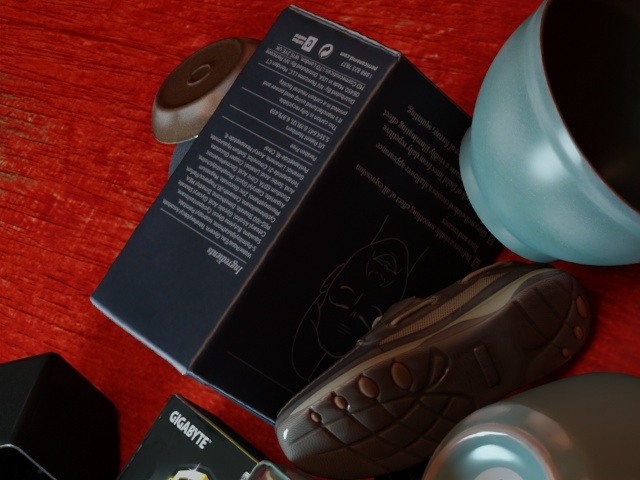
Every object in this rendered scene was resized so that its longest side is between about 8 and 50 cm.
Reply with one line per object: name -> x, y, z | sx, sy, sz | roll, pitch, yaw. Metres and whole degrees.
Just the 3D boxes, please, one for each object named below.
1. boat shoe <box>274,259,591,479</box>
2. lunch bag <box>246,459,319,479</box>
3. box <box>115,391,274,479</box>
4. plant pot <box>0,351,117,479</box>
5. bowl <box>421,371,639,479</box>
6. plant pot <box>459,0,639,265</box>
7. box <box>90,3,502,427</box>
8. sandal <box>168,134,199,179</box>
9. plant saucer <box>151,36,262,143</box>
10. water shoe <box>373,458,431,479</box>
boat shoe -> 0.110, 0.131, 1.805 | 0.355, 0.132, 0.130 | -25, 24, -12
lunch bag -> 0.014, 0.340, 1.656 | 0.262, 0.223, 0.160 | 38, 86, 7
box -> -0.145, 0.339, 1.924 | 0.257, 0.079, 0.322 | -57, 32, -2
plant pot -> -0.357, 0.247, 2.141 | 0.187, 0.188, 0.167 | -14, 43, 34
bowl -> 0.203, 0.266, 1.595 | 0.311, 0.163, 0.311 | -14, 71, 46
plant pot -> 0.266, -0.092, 1.763 | 0.196, 0.293, 0.293 | -36, 43, 43
box -> 0.000, 0.000, 1.899 | 0.212, 0.293, 0.395 | 30, 85, 47
sandal -> -0.104, -0.064, 2.209 | 0.254, 0.054, 0.097 | 25, 91, 42
plant saucer -> -0.152, -0.209, 2.302 | 0.198, 0.036, 0.198 | -28, 30, 18
water shoe -> 0.100, 0.224, 1.826 | 0.073, 0.080, 0.203 | -10, 58, 36
